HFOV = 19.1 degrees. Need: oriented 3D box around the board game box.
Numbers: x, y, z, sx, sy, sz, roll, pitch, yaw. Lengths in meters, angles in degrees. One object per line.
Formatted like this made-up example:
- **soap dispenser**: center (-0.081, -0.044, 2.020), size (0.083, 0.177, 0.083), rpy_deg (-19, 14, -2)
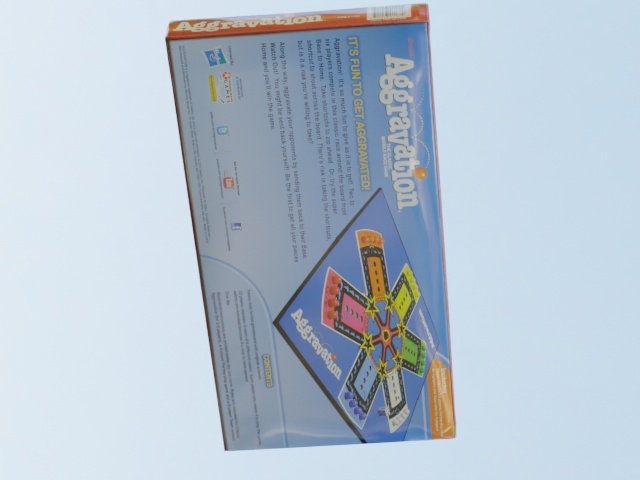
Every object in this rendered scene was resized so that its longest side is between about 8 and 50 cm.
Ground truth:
- **board game box**: center (0.000, 0.000, 1.098), size (0.145, 0.027, 0.281), rpy_deg (-3, -59, 5)
